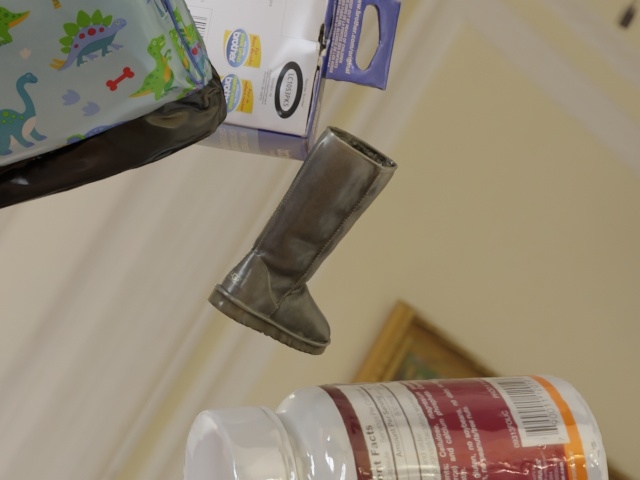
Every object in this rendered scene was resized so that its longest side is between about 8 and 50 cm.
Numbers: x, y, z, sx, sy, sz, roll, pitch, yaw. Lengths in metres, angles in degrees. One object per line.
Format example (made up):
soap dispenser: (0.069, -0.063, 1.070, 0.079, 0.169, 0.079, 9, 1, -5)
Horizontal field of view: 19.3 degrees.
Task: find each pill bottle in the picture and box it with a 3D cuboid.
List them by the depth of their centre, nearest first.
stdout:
pill bottle: (0.073, 0.255, 1.907, 0.392, 0.224, 0.224, -1, -7, -20)

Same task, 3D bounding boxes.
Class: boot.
boot: (0.002, 0.001, 1.823, 0.076, 0.208, 0.189, 35, 4, 32)

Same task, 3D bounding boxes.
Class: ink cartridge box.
ink cartridge box: (-0.120, -0.237, 1.903, 0.395, 0.270, 0.151, 9, -7, 3)

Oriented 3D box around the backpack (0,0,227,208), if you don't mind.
backpack: (-0.248, -0.207, 1.473, 0.273, 0.290, 0.356, -120, -167, -71)
